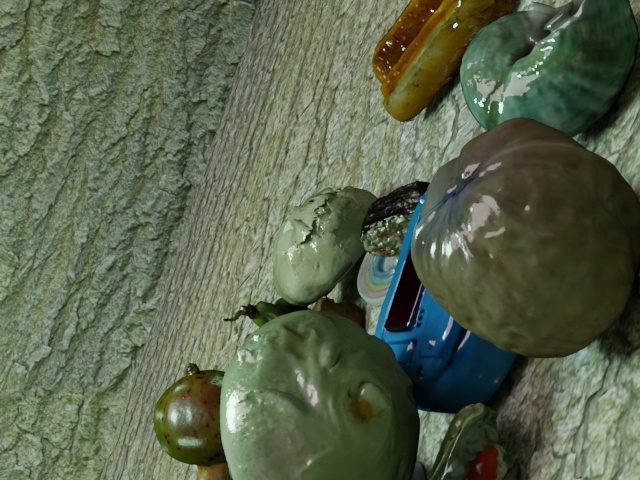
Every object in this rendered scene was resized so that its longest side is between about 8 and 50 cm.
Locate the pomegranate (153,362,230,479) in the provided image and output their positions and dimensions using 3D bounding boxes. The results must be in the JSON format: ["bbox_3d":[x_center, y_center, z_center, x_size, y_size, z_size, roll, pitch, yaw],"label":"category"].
[{"bbox_3d":[-0.224,0.360,2.391,0.246,0.198,0.198,-70,16,-11],"label":"pomegranate"}]

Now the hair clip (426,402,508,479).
[{"bbox_3d":[0.113,0.331,1.426,0.321,0.091,0.138,-55,-6,4],"label":"hair clip"}]

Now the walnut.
[{"bbox_3d":[0.222,0.003,1.342,0.248,0.248,0.248,-58,18,31],"label":"walnut"}]

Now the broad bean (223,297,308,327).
[{"bbox_3d":[-0.067,0.130,2.200,0.067,0.075,0.325,-66,-17,1],"label":"broad bean"}]

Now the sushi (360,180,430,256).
[{"bbox_3d":[0.127,-0.029,1.911,0.150,0.090,0.078,-21,47,33],"label":"sushi"}]

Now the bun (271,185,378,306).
[{"bbox_3d":[0.000,0.000,2.166,0.239,0.141,0.239,-53,3,4],"label":"bun"}]

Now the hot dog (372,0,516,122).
[{"bbox_3d":[0.200,-0.341,2.112,0.349,0.117,0.158,-53,40,48],"label":"hot dog"}]

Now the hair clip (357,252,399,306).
[{"bbox_3d":[0.113,0.028,2.016,0.140,0.054,0.220,-41,31,33],"label":"hair clip"}]

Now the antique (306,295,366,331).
[{"bbox_3d":[-0.032,0.217,2.153,0.310,0.087,0.093,-57,17,35],"label":"antique"}]

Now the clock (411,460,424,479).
[{"bbox_3d":[0.044,0.419,1.609,0.275,0.080,0.290,-61,18,17],"label":"clock"}]

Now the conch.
[{"bbox_3d":[0.279,-0.217,1.592,0.220,0.195,0.277,-58,-9,-7],"label":"conch"}]

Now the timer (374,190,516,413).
[{"bbox_3d":[0.178,0.051,1.635,0.309,0.115,0.340,159,131,-73],"label":"timer"}]

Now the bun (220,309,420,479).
[{"bbox_3d":[0.023,0.207,1.480,0.179,0.283,0.283,-19,45,38],"label":"bun"}]
